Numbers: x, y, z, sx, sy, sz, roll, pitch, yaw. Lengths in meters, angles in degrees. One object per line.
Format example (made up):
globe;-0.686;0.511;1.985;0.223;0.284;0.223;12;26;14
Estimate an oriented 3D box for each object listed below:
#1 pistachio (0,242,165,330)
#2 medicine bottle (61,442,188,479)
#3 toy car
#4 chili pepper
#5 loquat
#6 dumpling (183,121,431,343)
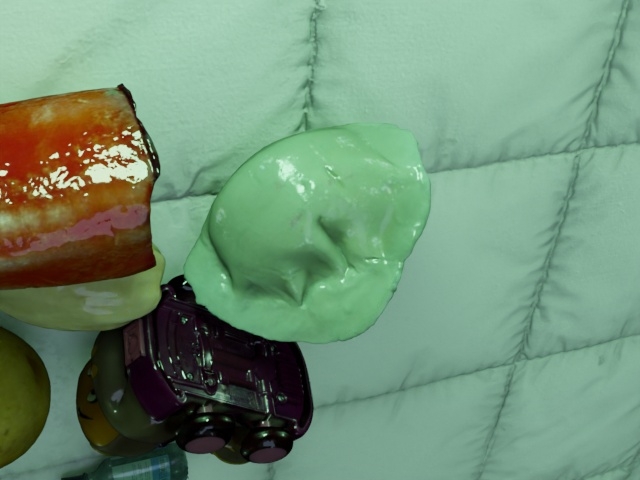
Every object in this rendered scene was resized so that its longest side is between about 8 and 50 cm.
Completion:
pistachio;-0.321;0.043;1.216;0.229;0.157;0.157;1;126;-20
medicine bottle;-0.331;0.400;1.575;0.208;0.054;0.090;-9;131;-18
toy car;-0.192;0.222;1.381;0.340;0.271;0.240;24;131;-39
chili pepper;-0.346;-0.064;1.052;0.305;0.251;0.229;-4;149;-19
loquat;-0.471;0.215;1.262;0.208;0.208;0.208;-14;131;-16
dumpling;-0.004;-0.024;1.288;0.270;0.212;0.321;35;125;-3
